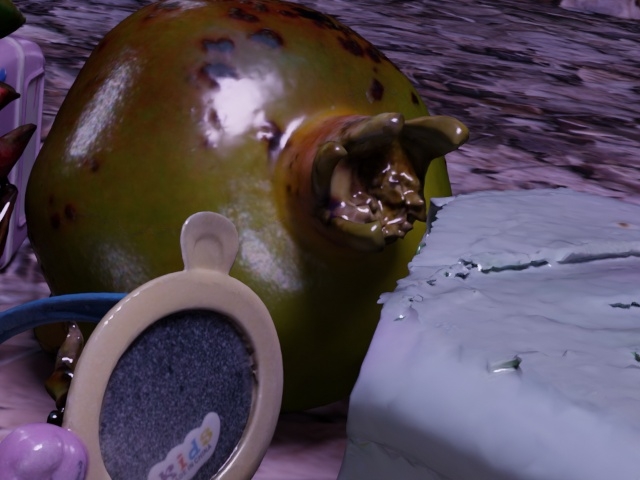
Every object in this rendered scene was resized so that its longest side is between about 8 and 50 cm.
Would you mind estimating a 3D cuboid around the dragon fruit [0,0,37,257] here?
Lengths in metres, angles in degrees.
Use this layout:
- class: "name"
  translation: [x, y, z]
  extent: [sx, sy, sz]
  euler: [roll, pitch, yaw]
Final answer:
- class: "dragon fruit"
  translation: [-0.268, -0.034, 0.754]
  extent: [0.234, 0.293, 0.234]
  euler: [50, 5, -7]

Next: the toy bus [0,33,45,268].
- class: "toy bus"
  translation: [-0.265, -0.059, 0.954]
  extent: [0.203, 0.142, 0.142]
  euler: [13, 22, 15]

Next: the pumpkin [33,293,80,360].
- class: "pumpkin"
  translation: [-0.115, 0.044, 0.852]
  extent: [0.050, 0.028, 0.083]
  euler: [12, 24, 10]

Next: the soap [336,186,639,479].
- class: "soap"
  translation: [0.168, 0.110, 0.515]
  extent: [0.261, 0.156, 0.446]
  euler: [-6, 19, -42]

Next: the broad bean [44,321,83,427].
- class: "broad bean"
  translation: [-0.068, 0.108, 0.592]
  extent: [0.075, 0.067, 0.325]
  euler: [28, 7, -16]

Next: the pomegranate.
- class: "pomegranate"
  translation: [-0.034, -0.011, 0.754]
  extent: [0.198, 0.198, 0.246]
  euler: [5, 10, -7]

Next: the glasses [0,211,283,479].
- class: "glasses"
  translation: [-0.124, 0.081, 0.548]
  extent: [0.190, 0.088, 0.221]
  euler: [-29, 5, -31]
